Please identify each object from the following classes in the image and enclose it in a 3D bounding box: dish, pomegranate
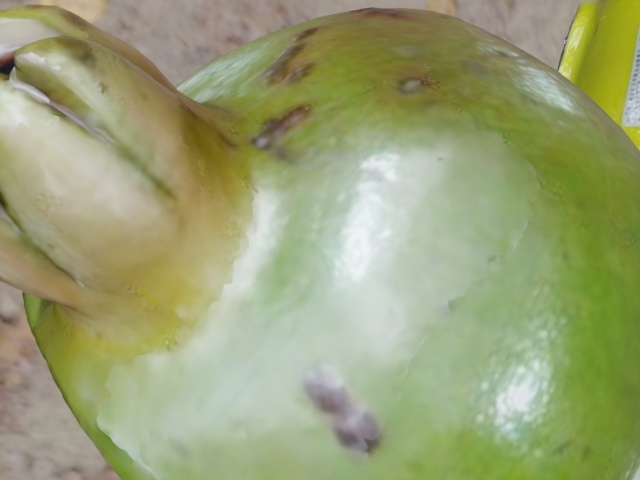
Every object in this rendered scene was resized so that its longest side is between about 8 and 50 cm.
[{"bbox_3d":[0.210,-0.087,1.327,0.108,0.221,0.262,14,86,10],"label":"dish"},{"bbox_3d":[0.003,-0.001,0.570,0.241,0.190,0.159,39,101,-9],"label":"pomegranate"}]
